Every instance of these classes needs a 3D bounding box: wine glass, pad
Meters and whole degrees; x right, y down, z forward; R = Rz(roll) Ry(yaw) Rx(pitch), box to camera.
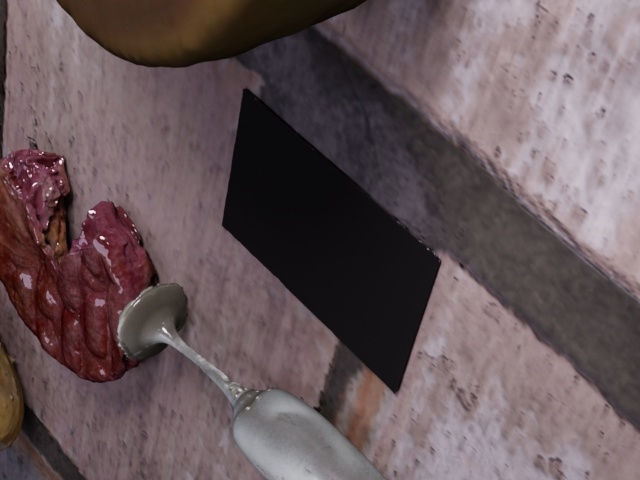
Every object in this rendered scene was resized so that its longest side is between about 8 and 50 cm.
[{"bbox_3d":[-0.045,0.129,0.955,0.262,0.074,0.074,37,137,32],"label":"wine glass"},{"bbox_3d":[0.000,0.000,0.868,0.190,0.004,0.127,43,140,27],"label":"pad"}]

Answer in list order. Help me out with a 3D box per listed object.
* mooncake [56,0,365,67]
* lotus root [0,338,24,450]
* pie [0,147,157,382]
[{"bbox_3d":[-0.061,-0.238,0.662,0.284,0.155,0.284,33,136,39],"label":"mooncake"},{"bbox_3d":[-0.424,0.081,1.340,0.342,0.151,0.169,61,157,6],"label":"lotus root"},{"bbox_3d":[-0.215,0.023,1.119,0.218,0.054,0.204,45,141,21],"label":"pie"}]
